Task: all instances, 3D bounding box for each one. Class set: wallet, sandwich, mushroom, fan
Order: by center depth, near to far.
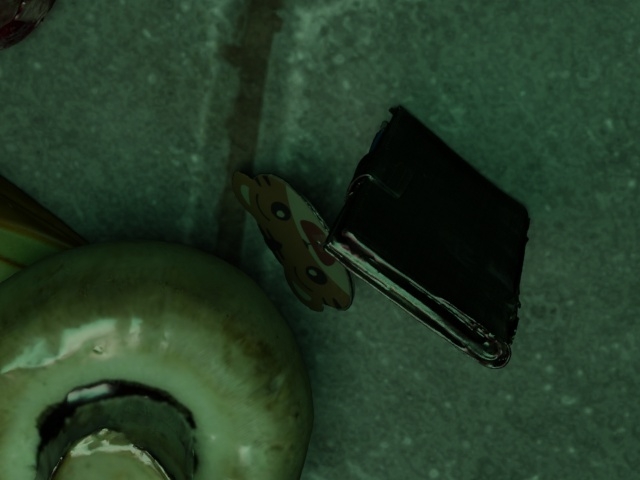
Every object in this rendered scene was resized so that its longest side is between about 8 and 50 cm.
[{"bbox_3d":[0.096,-0.007,1.511,0.169,0.317,0.044,36,112,-5],"label":"wallet"},{"bbox_3d":[0.000,0.000,1.594,0.008,0.227,0.152,-35,105,-24],"label":"fan"},{"bbox_3d":[-0.176,0.167,1.613,0.352,0.260,0.352,0,111,0],"label":"mushroom"},{"bbox_3d":[-0.301,0.002,1.710,0.187,0.144,0.117,25,112,-40],"label":"sandwich"}]

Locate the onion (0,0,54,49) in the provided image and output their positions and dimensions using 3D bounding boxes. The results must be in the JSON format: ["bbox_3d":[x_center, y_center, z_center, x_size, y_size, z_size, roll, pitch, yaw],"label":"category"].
[{"bbox_3d":[-0.285,-0.261,1.585,0.151,0.098,0.206,13,108,0],"label":"onion"}]
